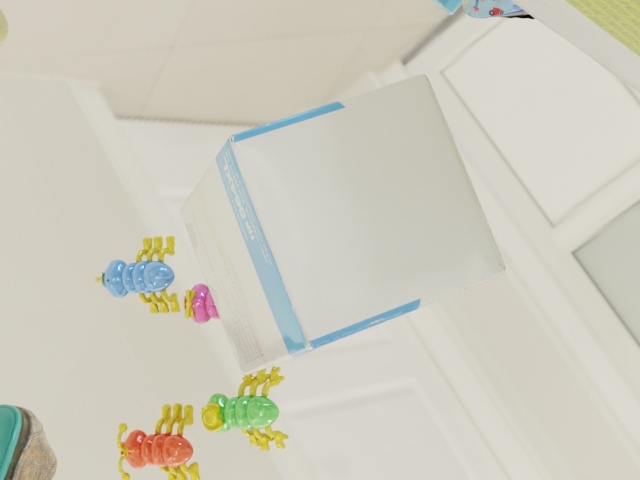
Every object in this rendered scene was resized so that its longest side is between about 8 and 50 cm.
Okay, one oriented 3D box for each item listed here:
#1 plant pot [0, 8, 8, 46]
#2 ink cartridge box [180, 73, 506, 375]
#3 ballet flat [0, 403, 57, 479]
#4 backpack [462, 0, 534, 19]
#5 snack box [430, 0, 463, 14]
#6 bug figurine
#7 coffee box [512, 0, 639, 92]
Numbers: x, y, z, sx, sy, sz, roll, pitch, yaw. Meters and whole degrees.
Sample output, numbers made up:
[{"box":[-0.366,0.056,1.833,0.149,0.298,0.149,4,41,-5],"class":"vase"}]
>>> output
[{"box":[-0.239,-0.216,0.577,0.239,0.254,0.254,-51,154,6],"class":"plant pot"},{"box":[0.000,0.000,0.507,0.092,0.090,0.143,-20,176,-19],"class":"ink cartridge box"},{"box":[-0.311,0.297,1.010,0.107,0.316,0.106,1,137,22],"class":"ballet flat"},{"box":[0.214,-0.285,1.092,0.173,0.117,0.158,-3,-143,33],"class":"backpack"},{"box":[0.092,-0.271,0.755,0.060,0.322,0.187,33,106,-17],"class":"snack box"},{"box":[-0.145,0.129,1.221,0.216,0.279,0.072,-8,178,26],"class":"bug figurine"},{"box":[0.280,-0.208,0.417,0.338,0.334,0.337,23,88,-41],"class":"coffee box"}]
